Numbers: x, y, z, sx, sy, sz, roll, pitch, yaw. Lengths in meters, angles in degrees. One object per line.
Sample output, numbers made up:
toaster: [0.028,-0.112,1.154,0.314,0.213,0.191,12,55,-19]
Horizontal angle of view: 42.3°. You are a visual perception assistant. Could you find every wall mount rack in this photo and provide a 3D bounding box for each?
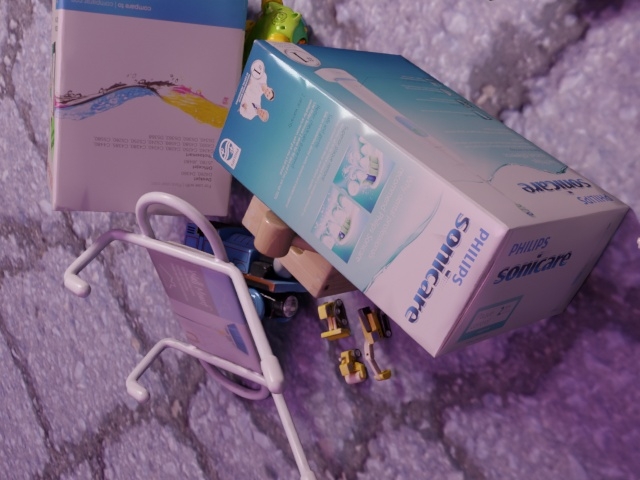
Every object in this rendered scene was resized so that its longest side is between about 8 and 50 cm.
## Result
wall mount rack: [-0.113,0.124,0.900,0.304,0.130,0.350,18,142,29]

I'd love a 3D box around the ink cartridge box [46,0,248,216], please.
ink cartridge box: [-0.209,-0.178,0.959,0.198,0.197,0.270,-146,59,-66]

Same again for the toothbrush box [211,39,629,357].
toothbrush box: [0.085,-0.053,0.738,0.295,0.216,0.126,40,120,30]

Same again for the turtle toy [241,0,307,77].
turtle toy: [-0.056,-0.212,0.945,0.130,0.066,0.095,-41,45,40]

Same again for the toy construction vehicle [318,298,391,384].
toy construction vehicle: [0.036,0.111,0.922,0.086,0.035,0.098,-17,84,42]

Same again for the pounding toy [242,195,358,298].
pounding toy: [0.002,0.006,0.825,0.181,0.206,0.094,44,122,29]

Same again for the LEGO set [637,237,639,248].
LEGO set: [0.291,-0.096,0.639,0.093,0.087,0.227,24,117,41]

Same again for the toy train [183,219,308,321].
toy train: [-0.096,0.037,1.005,0.184,0.080,0.105,14,98,40]
